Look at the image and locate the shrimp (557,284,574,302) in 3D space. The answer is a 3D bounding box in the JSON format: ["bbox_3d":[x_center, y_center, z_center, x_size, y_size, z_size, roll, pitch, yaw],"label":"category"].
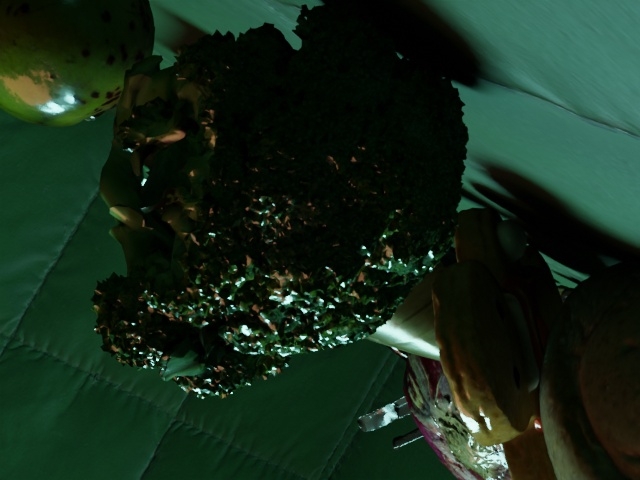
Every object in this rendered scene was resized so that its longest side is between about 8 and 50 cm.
[{"bbox_3d":[0.275,0.102,1.295,0.267,0.061,0.145,26,-175,37],"label":"shrimp"}]

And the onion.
[{"bbox_3d":[0.198,0.147,1.587,0.246,0.190,0.246,29,149,20],"label":"onion"}]

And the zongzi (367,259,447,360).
[{"bbox_3d":[0.000,0.000,1.282,0.300,0.145,0.274,36,-179,-10],"label":"zongzi"}]

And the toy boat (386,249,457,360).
[{"bbox_3d":[0.143,0.076,1.775,0.309,0.129,0.142,30,-153,0],"label":"toy boat"}]

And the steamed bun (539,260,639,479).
[{"bbox_3d":[0.259,0.165,0.984,0.251,0.199,0.301,33,178,-42],"label":"steamed bun"}]

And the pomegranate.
[{"bbox_3d":[-0.157,-0.132,1.005,0.130,0.130,0.130,30,178,1],"label":"pomegranate"}]

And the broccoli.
[{"bbox_3d":[-0.018,-0.019,0.736,0.156,0.195,0.195,10,169,28],"label":"broccoli"}]

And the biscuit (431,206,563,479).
[{"bbox_3d":[0.139,0.079,1.117,0.049,0.205,0.324,-16,165,19],"label":"biscuit"}]

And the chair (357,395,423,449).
[{"bbox_3d":[0.195,0.117,2.003,0.326,0.183,0.175,-20,153,22],"label":"chair"}]
